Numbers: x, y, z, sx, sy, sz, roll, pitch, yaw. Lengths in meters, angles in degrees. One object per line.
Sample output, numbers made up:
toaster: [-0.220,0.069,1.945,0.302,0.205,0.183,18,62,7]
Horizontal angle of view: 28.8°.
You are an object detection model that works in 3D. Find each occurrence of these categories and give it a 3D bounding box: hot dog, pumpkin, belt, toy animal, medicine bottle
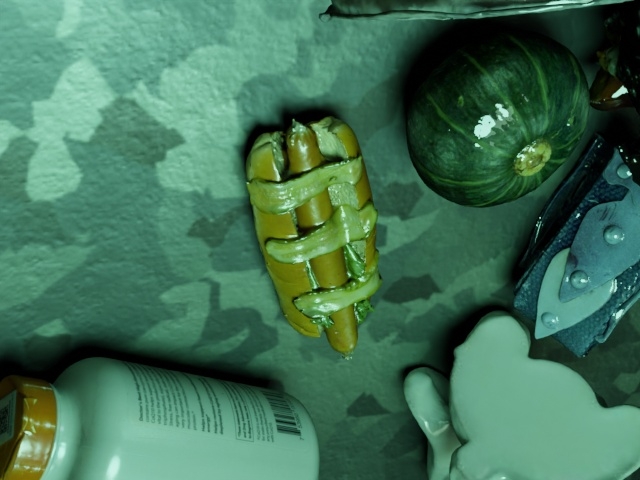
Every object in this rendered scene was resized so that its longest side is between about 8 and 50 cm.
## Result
hot dog: [0.000,0.000,1.117,0.109,0.072,0.269,-19,129,-8]
pumpkin: [0.152,-0.105,1.071,0.167,0.125,0.167,-16,129,-21]
belt: [0.273,-0.002,1.214,0.218,0.128,0.122,-58,163,24]
toy animal: [0.204,0.236,1.307,0.206,0.272,0.265,-45,160,-25]
medicine bottle: [-0.155,0.193,1.131,0.289,0.157,0.157,16,116,-32]

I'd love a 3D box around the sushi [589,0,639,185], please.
sushi: [0.345,-0.159,1.066,0.227,0.212,0.215,-23,140,-21]

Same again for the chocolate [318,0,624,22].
chocolate: [0.133,-0.271,0.866,0.303,0.303,0.213,-10,106,-18]
